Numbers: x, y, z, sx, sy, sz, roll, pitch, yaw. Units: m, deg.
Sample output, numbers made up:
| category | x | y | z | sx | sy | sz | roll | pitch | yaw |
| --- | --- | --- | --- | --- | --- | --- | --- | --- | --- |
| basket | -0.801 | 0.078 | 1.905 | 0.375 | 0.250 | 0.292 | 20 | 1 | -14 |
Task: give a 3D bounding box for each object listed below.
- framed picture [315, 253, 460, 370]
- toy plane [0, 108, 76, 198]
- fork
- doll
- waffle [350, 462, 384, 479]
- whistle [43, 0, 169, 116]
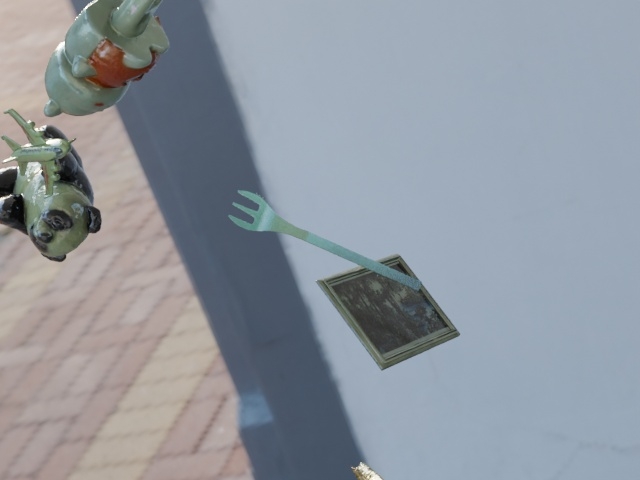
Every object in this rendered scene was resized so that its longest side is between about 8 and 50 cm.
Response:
| category | x | y | z | sx | sy | sz | roll | pitch | yaw |
| --- | --- | --- | --- | --- | --- | --- | --- | --- | --- |
| framed picture | 0.091 | 0.086 | 1.799 | 0.183 | 0.142 | 0.011 | -16 | -26 | -51 |
| toy plane | -0.294 | -0.094 | 1.476 | 0.111 | 0.102 | 0.040 | -6 | 28 | 41 |
| fork | -0.001 | 0.000 | 1.410 | 0.235 | 0.039 | 0.021 | 23 | 8 | 29 |
| doll | -0.391 | -0.065 | 2.043 | 0.143 | 0.135 | 0.234 | -44 | 27 | 3 |
| waffle | 0.082 | 0.286 | 1.472 | 0.021 | 0.092 | 0.135 | -39 | 21 | -9 |
| whistle | -0.229 | -0.213 | 1.542 | 0.253 | 0.106 | 0.102 | -45 | 33 | 38 |
